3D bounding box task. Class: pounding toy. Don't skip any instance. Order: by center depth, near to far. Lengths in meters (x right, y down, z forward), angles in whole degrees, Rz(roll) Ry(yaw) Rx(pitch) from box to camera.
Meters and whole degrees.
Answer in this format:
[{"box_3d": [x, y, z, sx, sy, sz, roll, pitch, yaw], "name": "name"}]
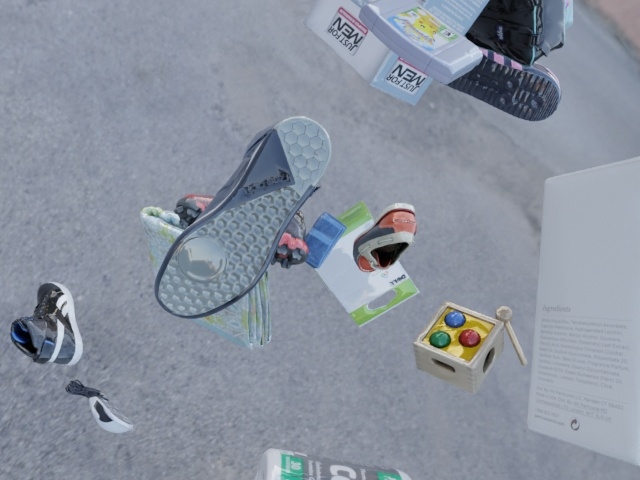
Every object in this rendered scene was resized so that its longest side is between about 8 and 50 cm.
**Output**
[{"box_3d": [0.313, 0.184, 1.174, 0.206, 0.181, 0.094, -45, 138, -31], "name": "pounding toy"}]

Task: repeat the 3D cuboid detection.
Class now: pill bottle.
[{"box_3d": [0.057, 0.510, 1.100, 0.361, 0.204, 0.204, 13, 53, -10], "name": "pill bottle"}]

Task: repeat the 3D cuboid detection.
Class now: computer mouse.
[{"box_3d": [-0.479, 0.373, 1.321, 0.042, 0.193, 0.106, -55, 134, -14], "name": "computer mouse"}]

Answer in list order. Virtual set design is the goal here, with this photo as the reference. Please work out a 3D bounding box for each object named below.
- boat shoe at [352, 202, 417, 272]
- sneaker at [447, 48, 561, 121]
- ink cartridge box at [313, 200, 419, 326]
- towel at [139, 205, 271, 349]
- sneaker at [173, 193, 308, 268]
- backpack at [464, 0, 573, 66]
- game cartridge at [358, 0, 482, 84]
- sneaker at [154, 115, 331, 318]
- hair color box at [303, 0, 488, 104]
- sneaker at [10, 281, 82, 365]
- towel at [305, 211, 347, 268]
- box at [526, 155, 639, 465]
[{"box_3d": [0.068, 0.009, 0.654, 0.049, 0.137, 0.043, 5, 64, -14], "name": "boat shoe"}, {"box_3d": [0.316, -0.338, 1.172, 0.319, 0.112, 0.131, 35, 35, 8], "name": "sneaker"}, {"box_3d": [0.099, 0.064, 1.509, 0.255, 0.189, 0.097, 54, 9, -22], "name": "ink cartridge box"}, {"box_3d": [-0.291, 0.098, 1.565, 0.375, 0.320, 0.090, 22, 44, 22], "name": "towel"}, {"box_3d": [-0.145, -0.046, 1.181, 0.276, 0.098, 0.135, 19, 63, -22], "name": "sneaker"}, {"box_3d": [0.313, -0.394, 0.992, 0.144, 0.188, 0.165, -38, 132, -20], "name": "backpack"}, {"box_3d": [0.070, -0.145, 0.429, 0.083, 0.017, 0.056, 42, 52, 13], "name": "game cartridge"}, {"box_3d": [-0.074, -0.029, 0.616, 0.086, 0.226, 0.163, 40, 7, -12], "name": "sneaker"}, {"box_3d": [0.154, -0.399, 0.822, 0.114, 0.374, 0.185, 9, 34, -47], "name": "hair color box"}, {"box_3d": [-0.560, 0.152, 1.205, 0.121, 0.079, 0.217, 22, 23, -50], "name": "sneaker"}, {"box_3d": [0.000, 0.000, 1.345, 0.067, 0.029, 0.119, 36, 87, -9], "name": "towel"}, {"box_3d": [0.216, 0.046, 0.381, 0.130, 0.091, 0.170, 8, 84, -19], "name": "box"}]
